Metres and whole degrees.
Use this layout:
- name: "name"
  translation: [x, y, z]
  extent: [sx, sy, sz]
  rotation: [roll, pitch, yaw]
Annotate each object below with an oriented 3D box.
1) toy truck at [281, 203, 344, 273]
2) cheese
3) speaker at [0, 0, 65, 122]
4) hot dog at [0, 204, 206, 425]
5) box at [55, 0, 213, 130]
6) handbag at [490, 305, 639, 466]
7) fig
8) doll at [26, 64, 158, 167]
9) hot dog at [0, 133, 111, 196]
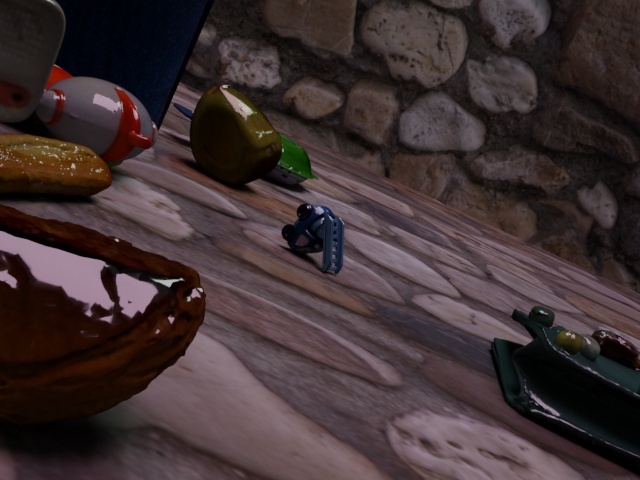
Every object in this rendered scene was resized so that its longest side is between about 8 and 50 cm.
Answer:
- name: "toy truck"
  translation: [0.000, 0.000, 1.238]
  extent: [0.056, 0.073, 0.090]
  rotation: [14, 29, -50]
- name: "cheese"
  translation: [-0.135, -0.183, 1.808]
  extent: [0.320, 0.083, 0.204]
  rotation: [22, 12, -35]
- name: "speaker"
  translation: [-0.465, -0.242, 0.943]
  extent: [0.184, 0.183, 0.406]
  rotation: [24, 7, 34]
- name: "hot dog"
  translation: [-0.180, 0.026, 0.522]
  extent: [0.227, 0.099, 0.160]
  rotation: [23, 10, -7]
- name: "box"
  translation: [-0.345, -0.330, 1.519]
  extent: [0.279, 0.261, 0.116]
  rotation: [24, 7, -9]
- name: "handbag"
  translation: [0.338, 0.166, 1.096]
  extent: [0.269, 0.100, 0.274]
  rotation: [26, 10, 6]
- name: "fig"
  translation: [-0.142, -0.169, 1.540]
  extent: [0.144, 0.154, 0.165]
  rotation: [-12, -55, 33]
- name: "doll"
  translation: [-0.318, -0.164, 1.217]
  extent: [0.336, 0.105, 0.200]
  rotation: [23, 5, 39]
- name: "hot dog"
  translation: [-0.283, -0.072, 0.945]
  extent: [0.066, 0.047, 0.216]
  rotation: [64, 17, 5]
